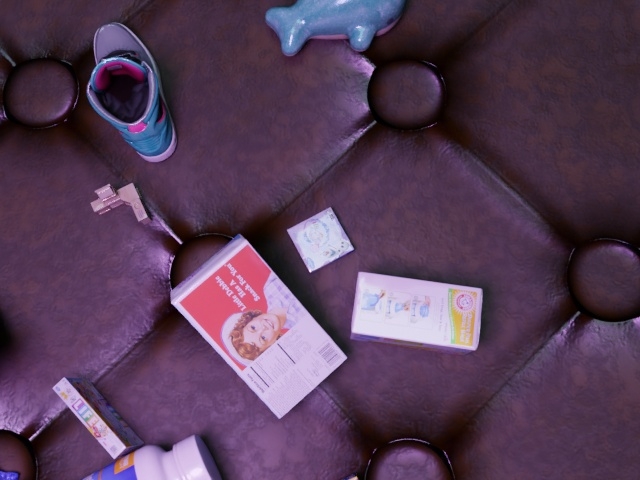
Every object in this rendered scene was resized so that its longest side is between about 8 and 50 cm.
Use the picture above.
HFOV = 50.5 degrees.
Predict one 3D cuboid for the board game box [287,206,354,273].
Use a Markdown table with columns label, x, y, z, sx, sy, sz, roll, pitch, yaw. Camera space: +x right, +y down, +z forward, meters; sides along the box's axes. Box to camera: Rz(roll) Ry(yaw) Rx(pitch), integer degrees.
| label | x | y | z | sx | sy | sz | roll | pitch | yaw |
| --- | --- | --- | --- | --- | --- | --- | --- | --- | --- |
| board game box | 0.000 | 0.000 | 1.220 | 0.090 | 0.020 | 0.090 | -27 | 78 | -5 |

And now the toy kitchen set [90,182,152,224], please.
| label | x | y | z | sx | sy | sz | roll | pitch | yaw |
| --- | --- | --- | --- | --- | --- | --- | --- | --- | --- |
| toy kitchen set | -0.364 | -0.057 | 1.222 | 0.083 | 0.068 | 0.075 | -26 | 77 | -4 |

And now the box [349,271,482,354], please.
| label | x | y | z | sx | sy | sz | roll | pitch | yaw |
| --- | --- | --- | --- | --- | --- | --- | --- | --- | --- |
| box | 0.156 | 0.125 | 1.137 | 0.203 | 0.114 | 0.103 | 8 | 76 | 3 |

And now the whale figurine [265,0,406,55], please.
| label | x | y | z | sx | sy | sz | roll | pitch | yaw |
| --- | --- | --- | --- | --- | --- | --- | --- | --- | --- |
| whale figurine | 0.031 | -0.452 | 1.262 | 0.272 | 0.141 | 0.216 | -25 | 78 | -3 |

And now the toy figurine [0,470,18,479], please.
| label | x | y | z | sx | sy | sz | roll | pitch | yaw |
| --- | --- | --- | --- | --- | --- | --- | --- | --- | --- |
| toy figurine | -0.534 | 0.437 | 1.026 | 0.217 | 0.362 | 0.191 | 13 | 120 | -20 |

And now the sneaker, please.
| label | x | y | z | sx | sy | sz | roll | pitch | yaw |
| --- | --- | --- | --- | --- | --- | --- | --- | --- | --- |
| sneaker | -0.359 | -0.298 | 1.221 | 0.124 | 0.178 | 0.295 | -25 | 77 | -4 |

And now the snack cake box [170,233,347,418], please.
| label | x | y | z | sx | sy | sz | roll | pitch | yaw |
| --- | --- | --- | --- | --- | --- | --- | --- | --- | --- |
| snack cake box | -0.100 | 0.139 | 1.105 | 0.152 | 0.089 | 0.264 | -40 | 105 | -6 |

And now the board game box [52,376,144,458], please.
| label | x | y | z | sx | sy | sz | roll | pitch | yaw |
| --- | --- | --- | --- | --- | --- | --- | --- | --- | --- |
| board game box | -0.365 | 0.292 | 1.124 | 0.026 | 0.103 | 0.154 | -44 | 80 | -8 |

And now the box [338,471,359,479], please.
| label | x | y | z | sx | sy | sz | roll | pitch | yaw |
| --- | --- | --- | --- | --- | --- | --- | --- | --- | --- |
| box | -0.006 | 0.442 | 1.101 | 0.169 | 0.054 | 0.059 | -24 | 77 | -3 |

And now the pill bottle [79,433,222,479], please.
| label | x | y | z | sx | sy | sz | roll | pitch | yaw |
| --- | --- | --- | --- | --- | --- | --- | --- | --- | --- |
| pill bottle | -0.296 | 0.418 | 1.065 | 0.272 | 0.152 | 0.152 | -28 | 78 | -7 |
